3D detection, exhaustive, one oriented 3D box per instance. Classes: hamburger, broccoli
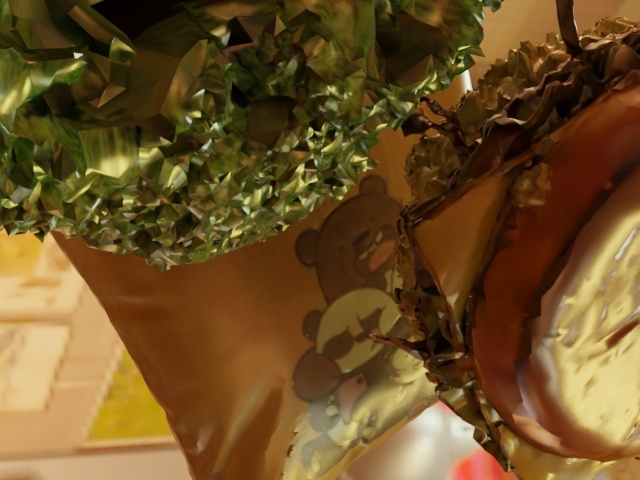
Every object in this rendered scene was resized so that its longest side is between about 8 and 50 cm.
[{"bbox_3d":[0.131,-0.007,0.780,0.138,0.243,0.262,44,-20,46],"label":"hamburger"},{"bbox_3d":[-0.101,-0.163,0.658,0.310,0.321,0.413,-15,-131,24],"label":"broccoli"}]

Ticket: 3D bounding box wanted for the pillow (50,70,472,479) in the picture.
[{"bbox_3d":[0.000,0.000,1.031,0.119,0.310,0.312,23,-38,62],"label":"pillow"}]
